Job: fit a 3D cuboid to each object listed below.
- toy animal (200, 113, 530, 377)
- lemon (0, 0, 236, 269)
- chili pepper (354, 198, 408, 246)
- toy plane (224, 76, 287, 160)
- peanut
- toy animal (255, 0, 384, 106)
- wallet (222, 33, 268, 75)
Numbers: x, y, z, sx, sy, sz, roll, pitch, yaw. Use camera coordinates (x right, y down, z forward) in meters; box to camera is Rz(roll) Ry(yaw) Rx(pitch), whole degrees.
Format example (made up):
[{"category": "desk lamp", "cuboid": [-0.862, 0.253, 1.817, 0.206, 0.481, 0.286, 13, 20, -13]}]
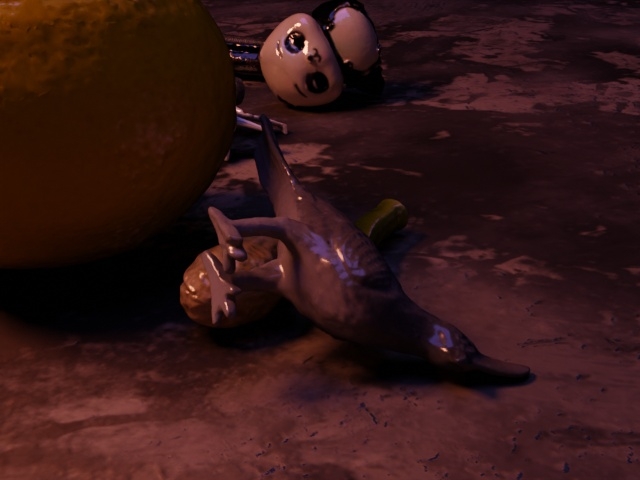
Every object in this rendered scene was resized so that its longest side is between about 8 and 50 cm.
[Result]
[{"category": "toy animal", "cuboid": [-0.014, 0.013, 0.826, 0.206, 0.081, 0.367, -8, 43, -45]}, {"category": "lemon", "cuboid": [-0.243, -0.146, 0.985, 0.365, 0.364, 0.364, -1, 23, 0]}, {"category": "chili pepper", "cuboid": [0.044, 0.008, 0.988, 0.052, 0.050, 0.201, -31, 12, 27]}, {"category": "toy plane", "cuboid": [-0.176, -0.187, 1.377, 0.251, 0.101, 0.255, -2, 20, -35]}, {"category": "peanut", "cuboid": [-0.060, 0.031, 0.902, 0.080, 0.080, 0.174, 12, 23, 27]}, {"category": "toy animal", "cuboid": [0.001, -0.276, 1.533, 0.179, 0.166, 0.138, -26, 4, -25]}, {"category": "wallet", "cuboid": [-0.146, -0.347, 1.795, 0.221, 0.071, 0.262, 3, 17, 10]}]
